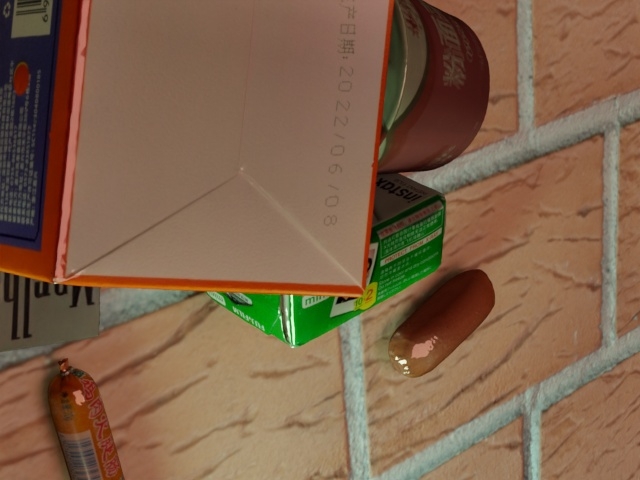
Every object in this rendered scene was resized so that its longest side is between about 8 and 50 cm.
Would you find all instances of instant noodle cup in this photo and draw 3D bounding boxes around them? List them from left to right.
[{"bbox_3d":[0.055,-0.168,1.243,0.178,0.235,0.234,2,101,-46],"label":"instant noodle cup"}]

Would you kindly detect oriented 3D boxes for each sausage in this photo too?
[{"bbox_3d":[-0.225,0.275,1.227,0.053,0.053,0.347,-29,120,-36],"label":"sausage"},{"bbox_3d":[0.160,0.108,1.543,0.194,0.077,0.077,-39,126,-30],"label":"sausage"}]

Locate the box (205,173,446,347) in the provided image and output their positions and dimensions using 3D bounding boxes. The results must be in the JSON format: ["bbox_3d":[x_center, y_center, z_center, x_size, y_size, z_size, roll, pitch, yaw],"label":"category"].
[{"bbox_3d":[0.000,0.000,1.282,0.250,0.180,0.103,-28,130,-34],"label":"box"}]

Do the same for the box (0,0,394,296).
[{"bbox_3d":[-0.139,-0.136,1.022,0.319,0.257,0.348,3,93,-43],"label":"box"}]

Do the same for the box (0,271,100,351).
[{"bbox_3d":[-0.289,0.046,1.110,0.178,0.036,0.115,-5,105,-44],"label":"box"}]
